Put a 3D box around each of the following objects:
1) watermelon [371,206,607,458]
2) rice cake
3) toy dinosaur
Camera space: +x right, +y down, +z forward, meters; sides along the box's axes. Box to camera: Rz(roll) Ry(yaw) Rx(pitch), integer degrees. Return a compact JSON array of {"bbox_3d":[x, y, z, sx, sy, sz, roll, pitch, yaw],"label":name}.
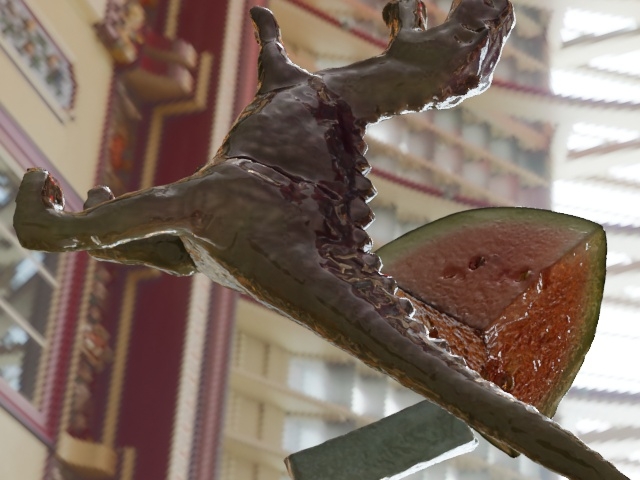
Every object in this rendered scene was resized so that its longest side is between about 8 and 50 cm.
[{"bbox_3d":[0.138,0.071,1.178,0.193,0.145,0.137,-9,-143,17],"label":"watermelon"},{"bbox_3d":[0.068,0.217,1.550,0.206,0.063,0.069,-20,-109,-2],"label":"rice cake"},{"bbox_3d":[-0.001,-0.004,0.531,0.199,0.072,0.251,-6,-143,4],"label":"toy dinosaur"}]
